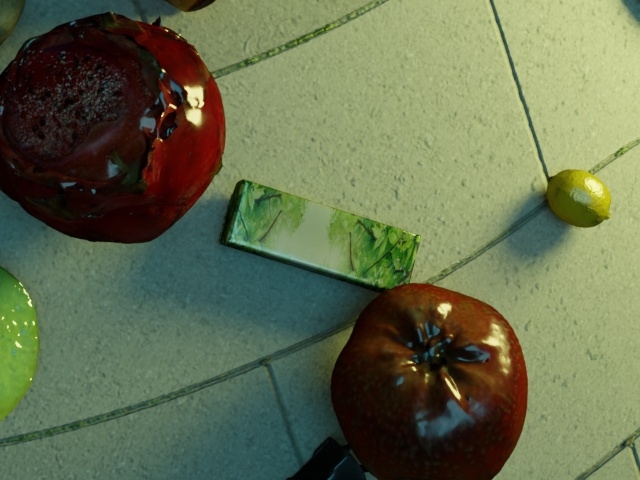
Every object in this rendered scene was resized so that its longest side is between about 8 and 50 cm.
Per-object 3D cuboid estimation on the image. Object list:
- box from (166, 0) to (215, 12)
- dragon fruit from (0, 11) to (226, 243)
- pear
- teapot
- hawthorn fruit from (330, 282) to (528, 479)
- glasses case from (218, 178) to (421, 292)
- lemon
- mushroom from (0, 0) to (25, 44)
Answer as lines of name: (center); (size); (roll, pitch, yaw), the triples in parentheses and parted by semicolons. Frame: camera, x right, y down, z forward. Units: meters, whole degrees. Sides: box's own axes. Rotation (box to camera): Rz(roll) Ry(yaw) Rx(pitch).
box: (-0.161, -0.469, 1.403); (0.214, 0.259, 0.283); (30, 84, -14)
dragon fruit: (-0.261, -0.136, 1.370); (0.296, 0.302, 0.295); (0, 92, -9)
pear: (-0.481, 0.122, 1.403); (0.239, 0.139, 0.288); (-13, 91, -30)
teapot: (0.015, 0.359, 1.575); (0.177, 0.087, 0.096); (-45, 107, -10)
hawthorn fruit: (0.156, 0.216, 1.518); (0.275, 0.275, 0.299); (-31, 126, -13)
glasses case: (0.000, 0.000, 1.569); (0.272, 0.062, 0.095); (18, 81, -16)
lemon: (0.389, -0.061, 1.670); (0.111, 0.082, 0.082); (30, 84, -8)
mushroom: (-0.482, -0.319, 1.354); (0.255, 0.255, 0.184); (-21, 55, -14)
